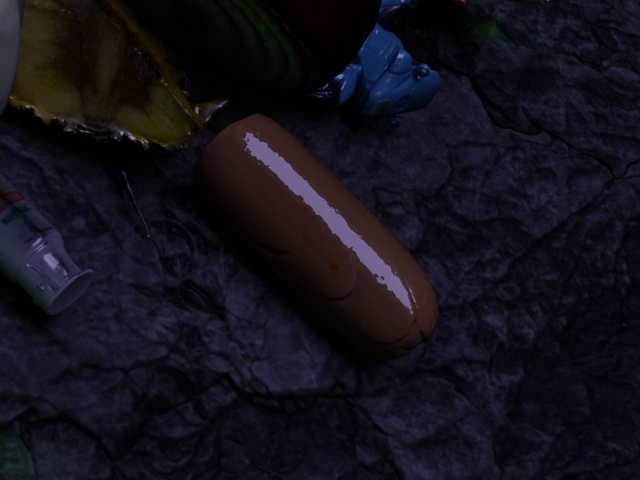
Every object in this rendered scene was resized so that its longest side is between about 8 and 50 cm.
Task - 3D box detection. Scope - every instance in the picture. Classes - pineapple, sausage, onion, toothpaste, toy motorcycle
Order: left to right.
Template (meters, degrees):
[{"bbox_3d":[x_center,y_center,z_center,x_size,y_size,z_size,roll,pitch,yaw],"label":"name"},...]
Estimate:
[{"bbox_3d":[-0.348,-0.060,1.424,0.323,0.066,0.100,43,46,11],"label":"toothpaste"},{"bbox_3d":[-0.246,-0.184,1.547,0.334,0.158,0.161,42,7,-7],"label":"pineapple"},{"bbox_3d":[-0.075,-0.338,1.604,0.336,0.282,0.260,29,76,0],"label":"onion"},{"bbox_3d":[0.001,0.001,1.568,0.304,0.121,0.121,46,46,2],"label":"sausage"},{"bbox_3d":[0.066,-0.244,1.784,0.182,0.124,0.272,23,49,-5],"label":"toy motorcycle"}]

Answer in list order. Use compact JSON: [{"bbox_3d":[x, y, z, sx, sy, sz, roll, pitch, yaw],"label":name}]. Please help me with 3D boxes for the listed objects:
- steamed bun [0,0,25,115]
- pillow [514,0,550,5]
[{"bbox_3d":[-0.472,-0.265,1.327,0.371,0.290,0.456,5,48,-34],"label":"steamed bun"},{"bbox_3d":[0.133,-0.431,1.863,0.283,0.138,0.310,25,17,-42],"label":"pillow"}]
